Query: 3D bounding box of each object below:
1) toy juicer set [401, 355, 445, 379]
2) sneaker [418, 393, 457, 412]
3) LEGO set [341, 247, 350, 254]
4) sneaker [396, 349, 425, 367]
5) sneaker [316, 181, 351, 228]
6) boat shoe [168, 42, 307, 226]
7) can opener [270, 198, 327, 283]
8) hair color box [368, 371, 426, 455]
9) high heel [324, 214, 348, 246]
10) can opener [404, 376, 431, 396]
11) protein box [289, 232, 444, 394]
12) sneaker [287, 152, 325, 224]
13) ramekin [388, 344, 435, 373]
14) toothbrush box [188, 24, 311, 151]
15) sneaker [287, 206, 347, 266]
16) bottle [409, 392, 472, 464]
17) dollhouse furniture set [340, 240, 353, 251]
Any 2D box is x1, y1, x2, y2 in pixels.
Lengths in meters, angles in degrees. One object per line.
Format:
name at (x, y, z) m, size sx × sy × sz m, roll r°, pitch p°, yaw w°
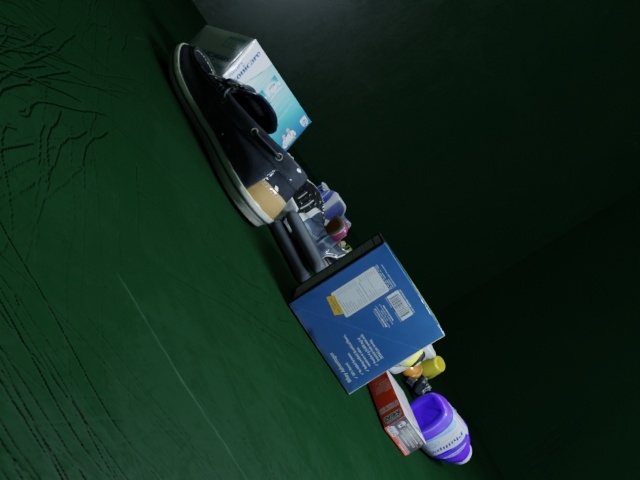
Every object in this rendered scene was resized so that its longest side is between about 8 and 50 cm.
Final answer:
toy juicer set at (0.259, 0.297, 2.139) m, size 0.209 × 0.089 × 0.329 m, roll -6°, pitch 69°, yaw -44°
sneaker at (0.355, 0.512, 1.973) m, size 0.221 × 0.087 × 0.083 m, roll 52°, pitch 7°, yaw -40°
LEGO set at (0.046, 0.073, 1.900) m, size 0.132 × 0.107 × 0.287 m, roll 22°, pitch -1°, yaw 20°
sneaker at (0.153, 0.179, 1.683) m, size 0.147 × 0.145 × 0.385 m, roll 28°, pitch 30°, yaw -25°
sneaker at (0.001, -0.124, 2.349) m, size 0.182 × 0.127 × 0.315 m, roll 55°, pitch -2°, yaw 17°
boat shoe at (-0.173, -0.249, 1.381) m, size 0.500 × 0.156 × 0.187 m, roll 59°, pitch 8°, yaw 33°
can opener at (-0.063, -0.024, 1.467) m, size 0.280 × 0.074 × 0.093 m, roll 62°, pitch 7°, yaw 35°
hair color box at (0.152, 0.346, 1.372) m, size 0.093 × 0.053 × 0.167 m, roll 56°, pitch 5°, yaw -25°
high heel at (0.053, -0.007, 1.989) m, size 0.117 × 0.082 × 0.244 m, roll 38°, pitch -17°, yaw -17°
can opener at (0.304, 0.440, 2.024) m, size 0.073 × 0.059 × 0.186 m, roll 43°, pitch -3°, yaw 23°
protein box at (0.082, 0.129, 1.221) m, size 0.200 × 0.201 × 0.136 m, roll 56°, pitch 6°, yaw -6°
sneaker at (-0.064, -0.149, 2.000) m, size 0.272 × 0.100 × 0.108 m, roll 58°, pitch 1°, yaw 14°
ramekin at (0.194, 0.238, 1.875) m, size 0.277 × 0.135 × 0.277 m, roll 56°, pitch 7°, yaw -10°
toothbrush box at (-0.192, -0.378, 1.687) m, size 0.216 × 0.126 × 0.295 m, roll 29°, pitch -14°, yaw 42°
sneaker at (-0.001, 0.001, 1.693) m, size 0.163 × 0.086 × 0.226 m, roll 47°, pitch 15°, yaw 3°
bottle at (0.288, 0.458, 1.581) m, size 0.283 × 0.118 × 0.092 m, roll 52°, pitch 5°, yaw -46°
dollhouse furniture set at (0.073, 0.023, 2.300) m, size 0.059 × 0.076 × 0.152 m, roll 60°, pitch 6°, yaw 32°
